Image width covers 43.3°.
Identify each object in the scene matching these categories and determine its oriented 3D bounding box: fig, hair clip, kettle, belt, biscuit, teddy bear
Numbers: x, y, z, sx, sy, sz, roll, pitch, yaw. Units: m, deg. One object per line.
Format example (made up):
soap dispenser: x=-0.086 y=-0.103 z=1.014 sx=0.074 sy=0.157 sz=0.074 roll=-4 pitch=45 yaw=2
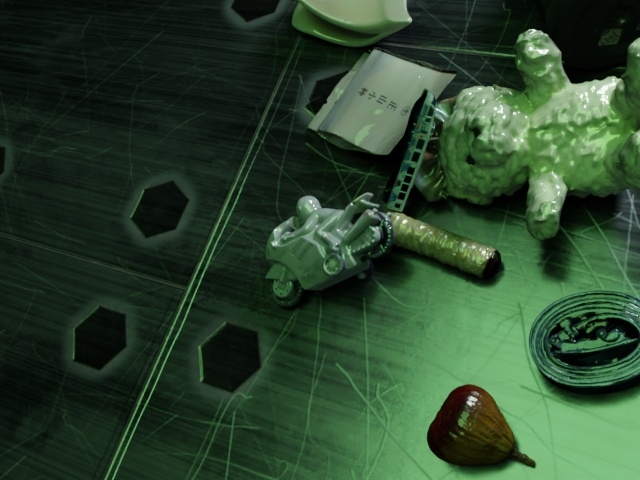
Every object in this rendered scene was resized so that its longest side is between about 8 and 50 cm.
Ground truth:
fig: x=0.233 y=0.276 z=1.185 sx=0.119 sy=0.153 sz=0.119 roll=-47 pitch=33 yaw=43
hair clip: x=0.063 y=-0.468 z=1.589 sx=0.282 sy=0.113 sz=0.172 roll=6 pitch=69 yaw=17
kettle: x=0.500 y=-0.495 z=1.379 sx=0.321 sy=0.228 sz=0.324 roll=-9 pitch=59 yaw=-4
belt: x=0.403 y=0.148 z=1.174 sx=0.190 sy=0.082 sz=0.141 roll=-10 pitch=68 yaw=18
biscuit: x=0.191 y=0.007 z=1.338 sx=0.219 sy=0.055 sz=0.061 roll=23 pitch=86 yaw=28
teddy bear: x=0.309 y=-0.166 z=1.232 sx=0.362 sy=0.375 sz=0.327 roll=4 pitch=88 yaw=7

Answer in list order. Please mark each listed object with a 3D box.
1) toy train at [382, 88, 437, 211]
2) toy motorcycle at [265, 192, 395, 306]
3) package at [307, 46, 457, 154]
toy train: x=0.153 y=-0.152 z=1.349 sx=0.047 sy=0.043 sz=0.207 roll=14 pitch=109 yaw=-11
toy motorcycle: x=0.000 y=0.000 z=1.371 sx=0.260 sy=0.110 sz=0.170 roll=-30 pitch=71 yaw=27
package: x=0.110 y=-0.251 z=1.472 sx=0.204 sy=0.062 sz=0.251 roll=-53 pitch=41 yaw=-7
